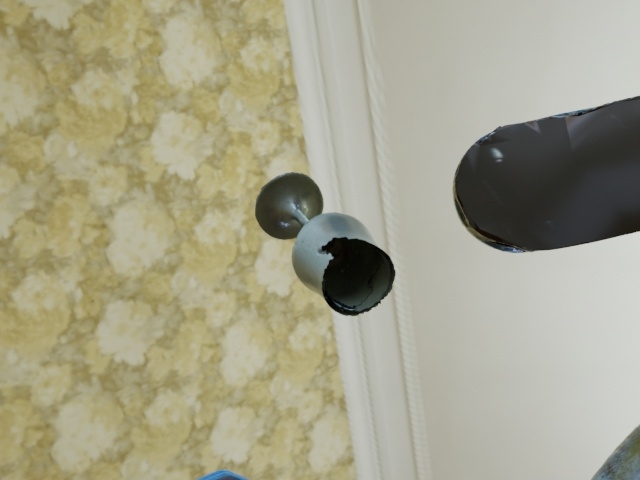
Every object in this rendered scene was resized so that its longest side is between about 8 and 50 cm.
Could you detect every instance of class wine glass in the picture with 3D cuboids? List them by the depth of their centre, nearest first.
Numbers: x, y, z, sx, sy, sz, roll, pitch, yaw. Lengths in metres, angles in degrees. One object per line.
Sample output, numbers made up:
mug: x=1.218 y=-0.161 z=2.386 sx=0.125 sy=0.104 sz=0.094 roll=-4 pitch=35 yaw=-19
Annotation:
wine glass: x=0.000 y=0.000 z=0.810 sx=0.195 sy=0.079 sz=0.079 roll=-134 pitch=-141 yaw=-59

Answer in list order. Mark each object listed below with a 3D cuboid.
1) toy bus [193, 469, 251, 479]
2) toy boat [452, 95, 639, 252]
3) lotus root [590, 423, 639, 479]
toy bus: x=-0.078 y=0.271 z=0.609 sx=0.090 sy=0.106 sz=0.184 roll=14 pitch=-76 yaw=35
toy boat: x=0.281 y=-0.062 z=0.857 sx=0.092 sy=0.299 sz=0.134 roll=58 pitch=20 yaw=-79
lotus root: x=0.290 y=0.217 z=0.688 sx=0.140 sy=0.322 sz=0.158 roll=31 pitch=-9 yaw=16
